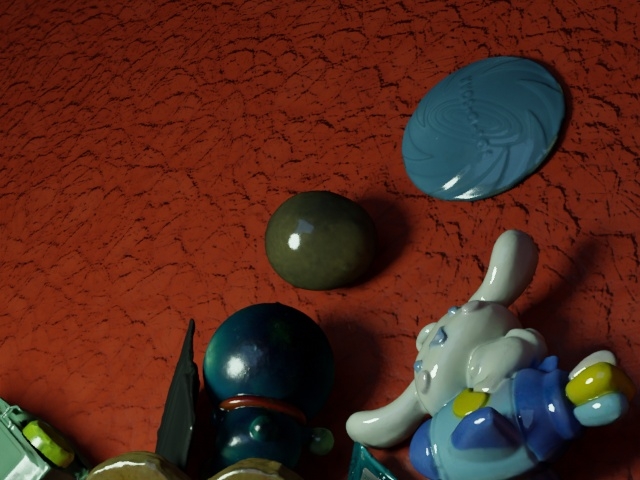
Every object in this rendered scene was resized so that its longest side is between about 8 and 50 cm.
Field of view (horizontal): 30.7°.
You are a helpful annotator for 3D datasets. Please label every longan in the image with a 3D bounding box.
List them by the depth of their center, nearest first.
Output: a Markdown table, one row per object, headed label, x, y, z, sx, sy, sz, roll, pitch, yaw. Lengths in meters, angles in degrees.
| label | x | y | z | sx | sy | sz | roll | pitch | yaw |
| --- | --- | --- | --- | --- | --- | --- | --- | --- | --- |
| longan | 0.000 | 0.000 | 1.880 | 0.187 | 0.167 | 0.167 | 8 | 63 | 14 |

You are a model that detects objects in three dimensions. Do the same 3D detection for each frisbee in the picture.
| label | x | y | z | sx | sy | sz | roll | pitch | yaw |
| --- | --- | --- | --- | --- | --- | --- | --- | --- | --- |
| frisbee | 0.257 | -0.193 | 1.907 | 0.289 | 0.049 | 0.289 | -18 | 52 | 24 |

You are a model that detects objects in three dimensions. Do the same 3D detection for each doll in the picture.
| label | x | y | z | sx | sy | sz | roll | pitch | yaw |
| --- | --- | --- | --- | --- | --- | --- | --- | --- | --- |
| doll | 0.222 | 0.202 | 1.558 | 0.365 | 0.187 | 0.376 | 47 | 119 | 54 |
| doll | -0.077 | 0.224 | 1.730 | 0.198 | 0.186 | 0.322 | 8 | 50 | -10 |

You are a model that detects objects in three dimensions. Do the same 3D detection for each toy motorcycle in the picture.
| label | x | y | z | sx | sy | sz | roll | pitch | yaw |
| --- | --- | --- | --- | --- | --- | --- | --- | --- | --- |
| toy motorcycle | -0.544 | 0.354 | 1.989 | 0.191 | 0.200 | 0.326 | -48 | 57 | -4 |

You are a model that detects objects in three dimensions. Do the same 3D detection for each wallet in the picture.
| label | x | y | z | sx | sy | sz | roll | pitch | yaw |
| --- | --- | --- | --- | --- | --- | --- | --- | --- | --- |
| wallet | -0.219 | 0.293 | 1.764 | 0.323 | 0.041 | 0.247 | -101 | 24 | -65 |

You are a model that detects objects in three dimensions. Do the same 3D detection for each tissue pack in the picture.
| label | x | y | z | sx | sy | sz | roll | pitch | yaw |
| --- | --- | --- | --- | --- | --- | --- | --- | --- | --- |
| tissue pack | 0.086 | 0.351 | 1.640 | 0.138 | 0.028 | 0.085 | 36 | 125 | 40 |

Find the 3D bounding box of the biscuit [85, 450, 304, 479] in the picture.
| label | x | y | z | sx | sy | sz | roll | pitch | yaw |
| --- | --- | --- | --- | --- | --- | --- | --- | --- | --- |
| biscuit | -0.181 | 0.483 | 1.585 | 0.368 | 0.076 | 0.394 | 1 | 94 | 18 |
